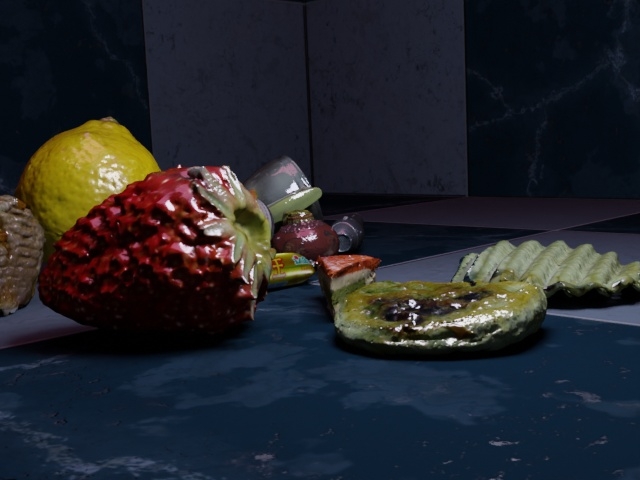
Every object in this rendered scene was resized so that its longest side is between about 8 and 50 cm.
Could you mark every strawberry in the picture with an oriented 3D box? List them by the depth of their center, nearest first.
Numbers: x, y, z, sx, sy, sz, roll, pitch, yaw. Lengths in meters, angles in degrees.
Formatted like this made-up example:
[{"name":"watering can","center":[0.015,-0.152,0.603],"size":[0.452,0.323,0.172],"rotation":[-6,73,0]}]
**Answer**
[{"name":"strawberry","center":[-0.246,0.033,1.316],"size":[0.344,0.292,0.292],"rotation":[-16,2,19]}]

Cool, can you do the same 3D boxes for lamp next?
[{"name":"lamp","center":[-0.036,-0.002,1.905],"size":[0.157,0.134,0.156],"rotation":[2,9,21]}]

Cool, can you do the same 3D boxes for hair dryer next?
[{"name":"hair dryer","center":[-0.016,-0.025,2.184],"size":[0.272,0.091,0.235],"rotation":[1,15,10]}]

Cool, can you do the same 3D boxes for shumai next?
[{"name":"shumai","center":[-0.690,0.028,1.567],"size":[0.283,0.216,0.346],"rotation":[0,10,15]}]

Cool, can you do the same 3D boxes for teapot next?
[{"name":"teapot","center":[-0.120,-0.068,2.300],"size":[0.239,0.239,0.321],"rotation":[-30,36,-15]}]

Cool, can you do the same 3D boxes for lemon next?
[{"name":"lemon","center":[-0.526,-0.098,1.952],"size":[0.350,0.387,0.350],"rotation":[4,-11,1]}]

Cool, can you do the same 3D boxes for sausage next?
[{"name":"sausage","center":[-0.148,0.070,1.626],"size":[0.372,0.082,0.082],"rotation":[-7,8,-38]}]

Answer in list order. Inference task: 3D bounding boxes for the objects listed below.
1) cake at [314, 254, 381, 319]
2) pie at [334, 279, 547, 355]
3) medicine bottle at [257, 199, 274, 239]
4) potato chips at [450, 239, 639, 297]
[{"name":"cake","center":[0.060,0.073,1.445],"size":[0.117,0.086,0.220],"rotation":[-6,6,-6]},{"name":"pie","center":[0.166,0.105,1.229],"size":[0.324,0.070,0.323],"rotation":[-4,8,1]},{"name":"medicine bottle","center":[-0.240,-0.046,1.991],"size":[0.165,0.165,0.273],"rotation":[1,-8,27]},{"name":"potato chips","center":[0.433,0.056,1.559],"size":[0.359,0.070,0.429],"rotation":[4,10,25]}]
